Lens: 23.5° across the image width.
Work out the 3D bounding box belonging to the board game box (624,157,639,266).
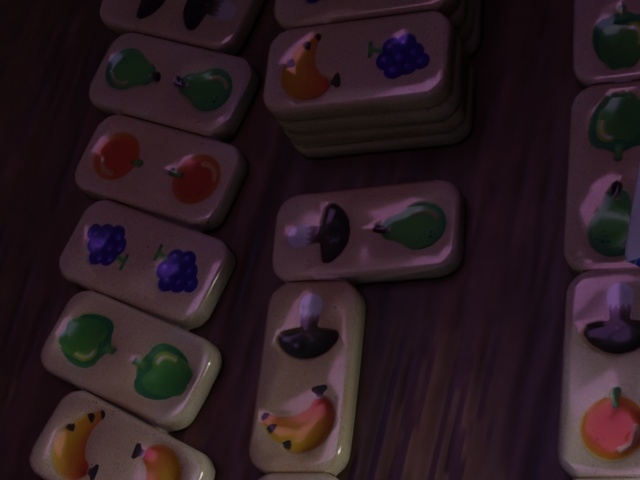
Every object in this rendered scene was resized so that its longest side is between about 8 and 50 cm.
[{"bbox_3d":[0.192,-0.164,0.333,0.233,0.078,0.347,-26,46,60],"label":"board game box"}]

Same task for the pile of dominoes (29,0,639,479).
[{"bbox_3d":[0.000,0.000,0.440,0.196,0.040,0.251,-4,64,22],"label":"pile of dominoes"}]
